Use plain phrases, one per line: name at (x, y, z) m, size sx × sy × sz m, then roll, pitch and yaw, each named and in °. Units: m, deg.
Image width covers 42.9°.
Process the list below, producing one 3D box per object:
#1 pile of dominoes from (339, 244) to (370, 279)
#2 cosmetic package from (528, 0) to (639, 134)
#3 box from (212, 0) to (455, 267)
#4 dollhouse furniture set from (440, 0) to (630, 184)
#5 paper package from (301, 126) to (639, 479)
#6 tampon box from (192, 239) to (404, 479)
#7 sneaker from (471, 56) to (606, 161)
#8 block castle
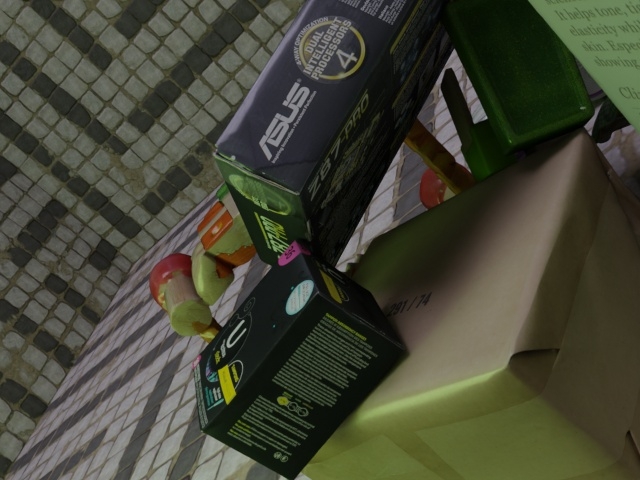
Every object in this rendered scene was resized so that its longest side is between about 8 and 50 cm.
pile of dominoes at (0.034, 0.131, 0.970) m, size 0.040 × 0.195 × 0.251 m, roll 9°, pitch 22°, yaw 21°
cosmetic package at (0.372, -0.211, 0.512) m, size 0.327 × 0.394 × 0.329 m, roll -49°, pitch 21°, yaw -4°
box at (0.050, -0.168, 0.840) m, size 0.394 × 0.097 × 0.318 m, roll -61°, pitch -9°, yaw -13°
dollhouse furniture set at (0.286, -0.192, 0.843) m, size 0.302 × 0.151 × 0.197 m, roll -21°, pitch -9°, yaw 0°
paper package at (0.152, 0.092, 0.801) m, size 0.325 × 0.168 × 0.309 m, roll -30°, pitch 24°, yaw 47°
tampon box at (-0.026, 0.105, 0.737) m, size 0.161 × 0.101 × 0.120 m, roll -51°, pitch 23°, yaw 9°
sneaker at (0.327, -0.236, 1.191) m, size 0.305 × 0.114 × 0.152 m, roll -39°, pitch 20°, yaw 27°
block castle at (0.000, 0.000, 1.158) m, size 0.453 × 0.303 × 0.213 m, roll -47°, pitch 23°, yaw 2°
